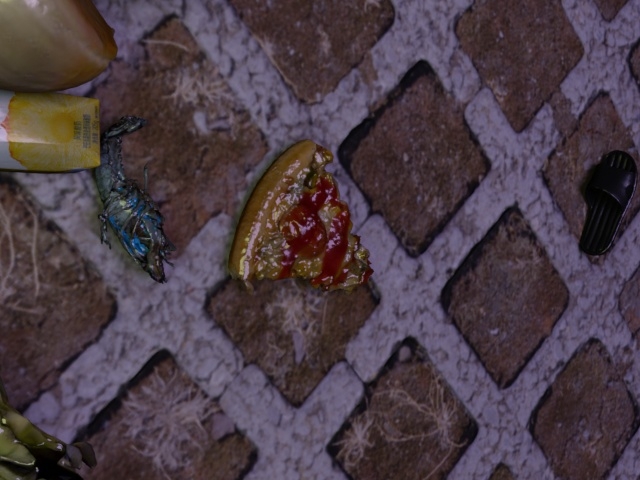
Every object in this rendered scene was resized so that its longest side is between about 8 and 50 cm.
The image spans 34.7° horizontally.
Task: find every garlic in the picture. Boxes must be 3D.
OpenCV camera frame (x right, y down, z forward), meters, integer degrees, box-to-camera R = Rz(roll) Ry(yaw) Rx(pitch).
[{"bbox_3d":[-0.280,-0.236,0.880,0.245,0.145,0.164,61,37,-7],"label":"garlic"}]

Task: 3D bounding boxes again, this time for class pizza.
[{"bbox_3d":[0.000,0.000,1.160,0.199,0.062,0.188,34,75,-33],"label":"pizza"}]

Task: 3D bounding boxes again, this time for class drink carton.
[{"bbox_3d":[-0.302,-0.100,0.925,0.200,0.074,0.084,1,89,-35],"label":"drink carton"}]

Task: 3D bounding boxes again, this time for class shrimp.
[{"bbox_3d":[-0.189,-0.036,1.031,0.082,0.076,0.174,-33,112,-74],"label":"shrimp"}]

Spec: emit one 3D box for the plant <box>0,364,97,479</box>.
[{"bbox_3d":[-0.295,0.129,0.837,0.261,0.306,0.297,34,40,-4],"label":"plant"}]

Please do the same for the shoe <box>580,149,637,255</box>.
[{"bbox_3d":[0.401,-0.057,1.449,0.053,0.062,0.159,22,83,-47],"label":"shoe"}]
